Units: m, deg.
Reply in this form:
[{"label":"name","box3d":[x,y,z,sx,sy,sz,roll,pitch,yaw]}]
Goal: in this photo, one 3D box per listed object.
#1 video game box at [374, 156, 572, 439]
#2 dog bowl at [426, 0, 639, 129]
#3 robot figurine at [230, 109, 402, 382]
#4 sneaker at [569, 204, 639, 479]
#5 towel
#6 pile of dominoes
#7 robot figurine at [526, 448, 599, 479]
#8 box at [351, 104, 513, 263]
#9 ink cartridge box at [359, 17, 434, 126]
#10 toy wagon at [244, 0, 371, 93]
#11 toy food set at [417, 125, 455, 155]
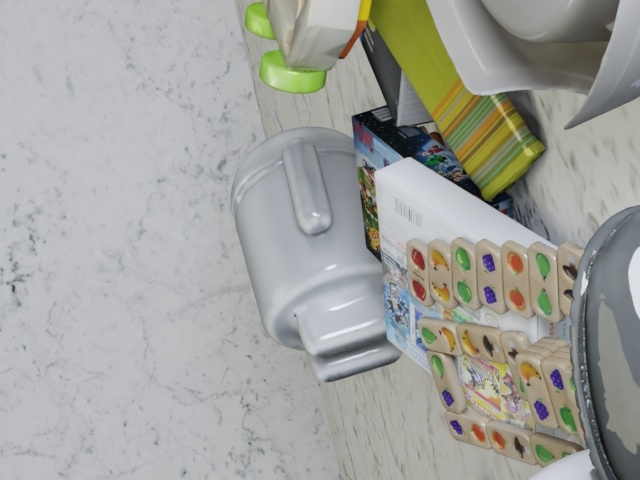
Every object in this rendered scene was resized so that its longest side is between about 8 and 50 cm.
[{"label":"video game box","box3d":[0.126,0.053,0.947,0.205,0.048,0.187,38,142,45]},{"label":"dog bowl","box3d":[0.120,-0.228,0.561,0.349,0.102,0.349,167,90,-83]},{"label":"robot figurine","box3d":[0.000,0.000,1.447,0.300,0.199,0.354,82,171,-58]},{"label":"sneaker","box3d":[0.213,0.128,0.447,0.146,0.122,0.331,-31,79,60]},{"label":"towel","box3d":[0.096,-0.149,0.907,0.237,0.021,0.102,59,158,9]},{"label":"pile of dominoes","box3d":[0.136,0.094,0.864,0.251,0.040,0.196,4,116,61]},{"label":"robot figurine","box3d":[0.184,0.246,0.596,0.209,0.173,0.278,-30,72,63]},{"label":"box","box3d":[0.105,-0.013,1.080,0.233,0.044,0.159,-133,30,-53]},{"label":"ink cartridge box","box3d":[0.057,-0.311,1.028,0.307,0.072,0.304,87,168,-59]},{"label":"toy wagon","box3d":[-0.014,-0.295,0.963,0.344,0.068,0.267,-107,24,-58]},{"label":"toy food set","box3d":[0.119,-0.070,1.095,0.078,0.019,0.122,89,156,-45]}]
